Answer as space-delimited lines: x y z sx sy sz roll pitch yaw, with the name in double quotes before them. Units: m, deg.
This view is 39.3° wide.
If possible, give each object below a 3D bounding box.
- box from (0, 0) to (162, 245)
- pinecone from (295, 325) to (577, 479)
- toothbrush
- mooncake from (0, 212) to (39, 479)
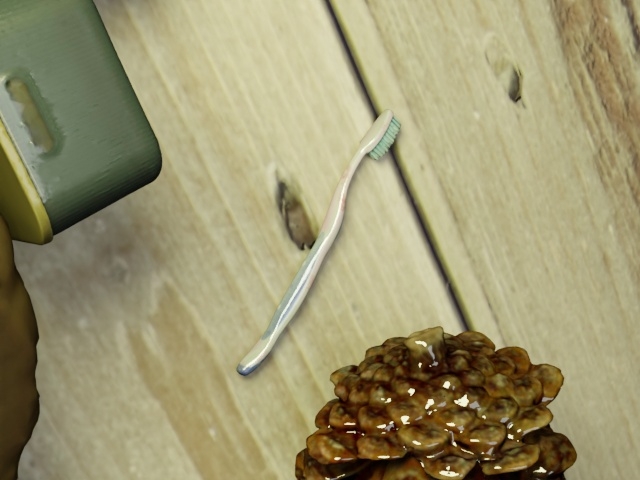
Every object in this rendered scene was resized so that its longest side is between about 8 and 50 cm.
"box" -0.191 -0.083 0.575 0.090 0.201 0.144 -31 107 -26
"pinecone" 0.094 0.198 0.742 0.224 0.224 0.272 -13 115 -26
"toothbrush" 0.000 0.000 0.783 0.027 0.021 0.269 34 80 -21
"mooncake" -0.322 0.049 0.482 0.324 0.187 0.324 -16 127 -22
